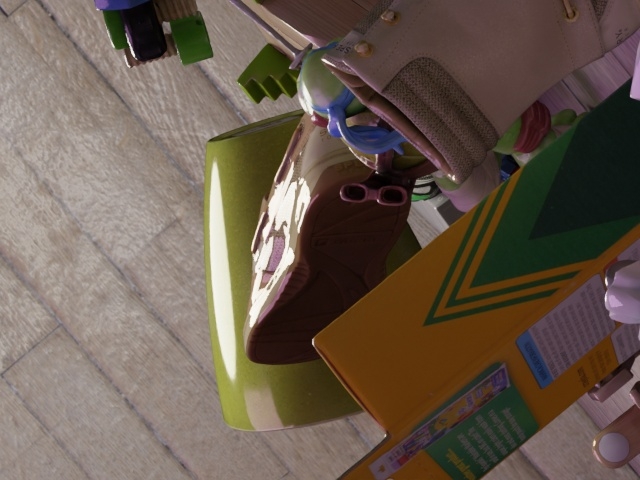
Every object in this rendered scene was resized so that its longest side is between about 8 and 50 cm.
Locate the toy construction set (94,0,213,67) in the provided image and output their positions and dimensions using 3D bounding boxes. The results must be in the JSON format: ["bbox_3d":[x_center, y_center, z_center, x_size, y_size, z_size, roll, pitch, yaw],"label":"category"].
[{"bbox_3d":[-0.054,-0.286,0.893,0.257,0.237,0.308,-115,10,-87],"label":"toy construction set"}]

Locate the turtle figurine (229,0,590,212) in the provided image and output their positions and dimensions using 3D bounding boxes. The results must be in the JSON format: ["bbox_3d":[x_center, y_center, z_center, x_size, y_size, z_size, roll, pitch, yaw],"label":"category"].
[{"bbox_3d":[0.081,-0.138,1.064,0.266,0.198,0.274,28,-153,-46],"label":"turtle figurine"}]

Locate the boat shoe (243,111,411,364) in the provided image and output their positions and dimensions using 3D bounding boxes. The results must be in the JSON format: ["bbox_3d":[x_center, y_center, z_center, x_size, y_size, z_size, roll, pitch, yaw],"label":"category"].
[{"bbox_3d":[0.000,0.000,1.297,0.341,0.122,0.110,115,147,-52],"label":"boat shoe"}]

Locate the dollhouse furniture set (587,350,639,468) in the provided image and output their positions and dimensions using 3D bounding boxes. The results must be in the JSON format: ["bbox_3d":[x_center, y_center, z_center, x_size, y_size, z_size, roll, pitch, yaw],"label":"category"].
[{"bbox_3d":[0.231,0.138,1.458,0.303,0.174,0.355,49,-163,8],"label":"dollhouse furniture set"}]

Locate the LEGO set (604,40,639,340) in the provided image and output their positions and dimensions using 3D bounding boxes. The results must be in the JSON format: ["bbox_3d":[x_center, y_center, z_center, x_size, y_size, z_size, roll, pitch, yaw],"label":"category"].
[{"bbox_3d":[0.167,-0.083,0.470,0.107,0.132,0.287,29,144,35],"label":"LEGO set"}]

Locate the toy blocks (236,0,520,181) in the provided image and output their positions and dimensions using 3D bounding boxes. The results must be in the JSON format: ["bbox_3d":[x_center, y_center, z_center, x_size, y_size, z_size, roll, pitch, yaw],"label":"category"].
[{"bbox_3d":[0.075,-0.149,1.309,0.261,0.190,0.381,38,177,21],"label":"toy blocks"}]

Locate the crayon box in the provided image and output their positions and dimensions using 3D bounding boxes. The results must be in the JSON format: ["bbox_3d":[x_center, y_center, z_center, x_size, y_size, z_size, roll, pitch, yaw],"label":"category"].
[{"bbox_3d":[0.127,0.049,0.912,0.083,0.323,0.203,50,179,26],"label":"crayon box"}]

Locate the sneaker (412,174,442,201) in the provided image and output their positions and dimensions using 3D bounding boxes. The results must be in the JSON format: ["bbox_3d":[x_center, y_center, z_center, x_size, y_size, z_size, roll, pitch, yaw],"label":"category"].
[{"bbox_3d":[0.045,-0.186,1.725,0.343,0.134,0.146,50,179,21],"label":"sneaker"}]

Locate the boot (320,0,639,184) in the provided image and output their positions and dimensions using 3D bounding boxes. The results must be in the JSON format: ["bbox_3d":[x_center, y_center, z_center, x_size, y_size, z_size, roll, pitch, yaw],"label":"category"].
[{"bbox_3d":[0.059,-0.154,0.769,0.213,0.165,0.077,48,179,-1],"label":"boot"}]

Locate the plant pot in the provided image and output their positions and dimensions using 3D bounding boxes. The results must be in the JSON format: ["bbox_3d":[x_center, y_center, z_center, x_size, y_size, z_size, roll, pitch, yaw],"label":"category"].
[{"bbox_3d":[-0.016,0.015,1.536,0.275,0.275,0.293,-132,25,-80],"label":"plant pot"}]

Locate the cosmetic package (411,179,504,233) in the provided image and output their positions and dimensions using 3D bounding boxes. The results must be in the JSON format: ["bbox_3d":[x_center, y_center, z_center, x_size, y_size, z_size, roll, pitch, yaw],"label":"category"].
[{"bbox_3d":[0.165,-0.070,1.822,0.127,0.107,0.238,50,-178,-32],"label":"cosmetic package"}]
